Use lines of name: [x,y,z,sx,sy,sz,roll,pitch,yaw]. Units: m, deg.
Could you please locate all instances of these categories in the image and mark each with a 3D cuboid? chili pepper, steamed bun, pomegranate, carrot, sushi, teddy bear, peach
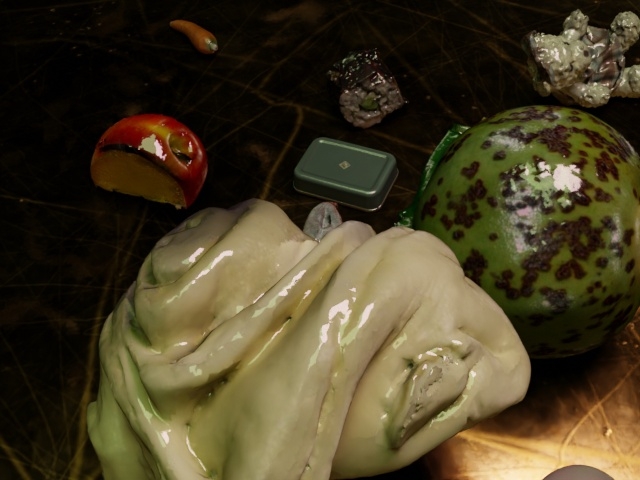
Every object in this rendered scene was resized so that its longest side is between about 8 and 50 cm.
chili pepper: [0.001,0.000,0.893,0.050,0.041,0.153,35,48,-20]
steamed bun: [-0.049,0.082,0.619,0.394,0.237,0.346,-22,3,13]
pomegranate: [0.228,-0.007,0.740,0.271,0.254,0.254,8,48,35]
carrot: [-0.204,-0.334,1.213,0.035,0.035,0.142,-31,46,-20]
sushi: [0.064,-0.208,1.045,0.094,0.098,0.084,-29,46,5]
teddy bear: [0.344,-0.242,1.017,0.213,0.111,0.133,-9,85,-25]
peach: [-0.223,-0.108,0.978,0.172,0.127,0.092,0,52,40]
chili pepper: [0.166,-0.073,0.928,0.216,0.062,0.108,-40,50,-25]

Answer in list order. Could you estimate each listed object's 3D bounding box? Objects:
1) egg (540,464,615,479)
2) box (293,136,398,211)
egg: [0.211,0.250,0.609,0.103,0.103,0.135,12,48,16]
box: [0.032,-0.089,0.972,0.126,0.031,0.091,18,54,19]
